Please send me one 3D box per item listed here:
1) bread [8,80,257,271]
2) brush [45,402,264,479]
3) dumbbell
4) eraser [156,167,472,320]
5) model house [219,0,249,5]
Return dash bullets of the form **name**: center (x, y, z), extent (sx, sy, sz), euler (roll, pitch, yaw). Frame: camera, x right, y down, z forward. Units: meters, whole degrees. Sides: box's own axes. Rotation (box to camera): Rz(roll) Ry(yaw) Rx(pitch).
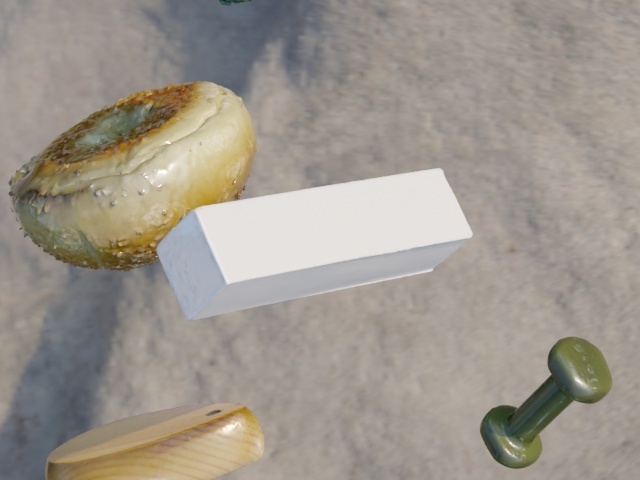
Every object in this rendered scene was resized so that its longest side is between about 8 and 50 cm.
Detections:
- **bread**: center (-0.210, -0.067, 1.985), extent (0.305, 0.305, 0.159), euler (-7, 115, 26)
- **brush**: center (-0.174, 0.287, 1.955), extent (0.266, 0.174, 0.166), euler (-17, 97, 20)
- **dumbbell**: center (0.163, 0.119, 1.244), extent (0.118, 0.046, 0.052), euler (-52, 50, 44)
- **eraser**: center (0.000, 0.001, 1.559), extent (0.076, 0.298, 0.078), euler (-42, 67, 46)
- **model house**: center (-0.055, -0.327, 1.634), extent (0.119, 0.148, 0.149), euler (-126, 18, -49)
